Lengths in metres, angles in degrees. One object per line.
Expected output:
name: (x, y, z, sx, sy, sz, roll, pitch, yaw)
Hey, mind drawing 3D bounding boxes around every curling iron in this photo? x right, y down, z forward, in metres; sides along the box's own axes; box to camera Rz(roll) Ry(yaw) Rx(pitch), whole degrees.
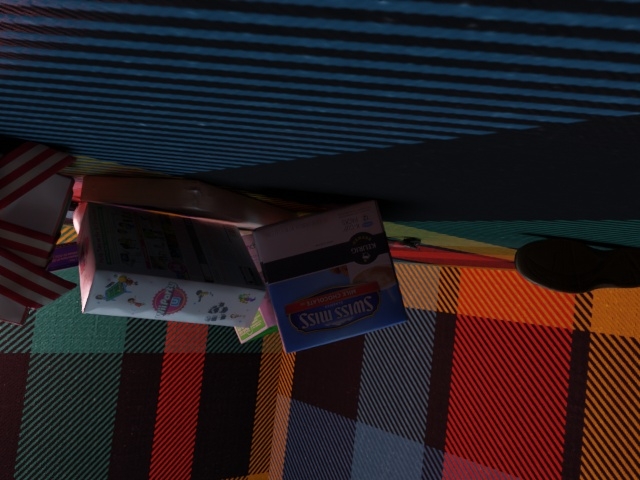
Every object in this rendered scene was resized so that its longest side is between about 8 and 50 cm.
curling iron: (0.200, 0.010, 1.803, 0.068, 0.035, 0.274, 9, 175, -38)

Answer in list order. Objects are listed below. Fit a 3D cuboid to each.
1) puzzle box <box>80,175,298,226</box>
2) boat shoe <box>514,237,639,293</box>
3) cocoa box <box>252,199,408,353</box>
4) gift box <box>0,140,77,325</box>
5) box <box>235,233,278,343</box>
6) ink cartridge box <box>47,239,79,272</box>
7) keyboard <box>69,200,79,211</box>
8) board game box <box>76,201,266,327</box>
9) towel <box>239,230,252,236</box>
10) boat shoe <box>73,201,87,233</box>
puzzle box: (-0.252, -0.068, 1.249, 0.272, 0.052, 0.409, 5, 176, 23)
boat shoe: (0.588, 0.060, 1.374, 0.342, 0.123, 0.123, 1, 176, -15)
cocoa box: (0.012, 0.072, 1.185, 0.231, 0.228, 0.347, -14, 177, -3)
gift box: (-0.493, -0.023, 0.890, 0.276, 0.255, 0.258, 14, 176, -20)
box: (-0.113, 0.099, 1.464, 0.262, 0.231, 0.127, -11, 163, -46)
ink cartridge box: (-0.557, 0.042, 1.148, 0.206, 0.045, 0.208, -13, -172, -20)
keyboard: (-0.754, -0.111, 1.575, 0.201, 0.033, 0.317, 7, 178, 17)
board game box: (-0.280, 0.045, 1.101, 0.303, 0.097, 0.224, 11, -152, -31)
towel: (-0.170, -0.026, 1.503, 0.152, 0.023, 0.113, -15, 162, 16)
boat shoe: (-0.648, -0.046, 1.713, 0.158, 0.127, 0.340, 31, 165, 17)
